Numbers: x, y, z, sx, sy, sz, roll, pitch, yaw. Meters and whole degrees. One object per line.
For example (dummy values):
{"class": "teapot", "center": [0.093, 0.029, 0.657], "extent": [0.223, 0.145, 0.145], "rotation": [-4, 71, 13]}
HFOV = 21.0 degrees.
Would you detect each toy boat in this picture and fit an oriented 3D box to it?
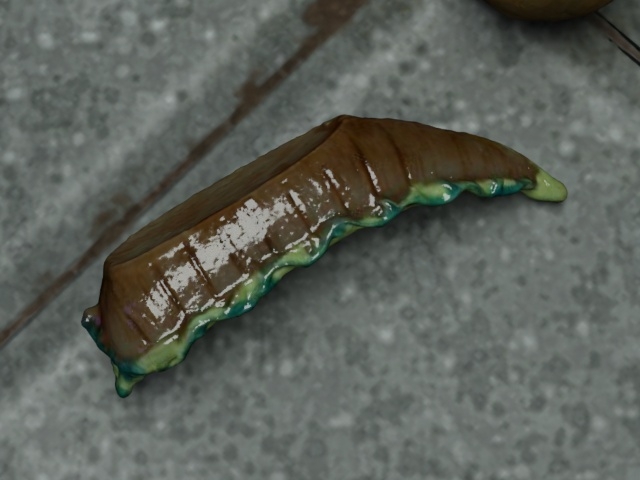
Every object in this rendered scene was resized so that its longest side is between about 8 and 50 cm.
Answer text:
{"class": "toy boat", "center": [-0.001, -0.011, 0.988], "extent": [0.293, 0.108, 0.099], "rotation": [-24, 107, -10]}

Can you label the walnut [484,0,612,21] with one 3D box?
{"class": "walnut", "center": [0.137, -0.204, 1.007], "extent": [0.149, 0.166, 0.166], "rotation": [4, 71, -17]}
